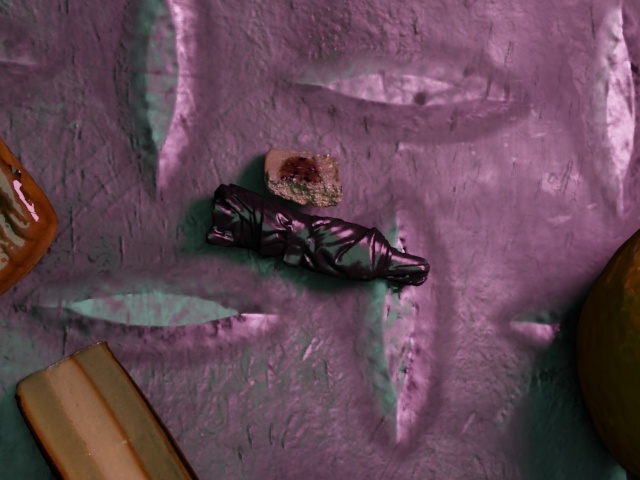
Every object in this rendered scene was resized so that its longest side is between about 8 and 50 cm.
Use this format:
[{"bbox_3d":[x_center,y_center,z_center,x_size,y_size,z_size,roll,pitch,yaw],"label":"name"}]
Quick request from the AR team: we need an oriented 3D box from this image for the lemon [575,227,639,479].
[{"bbox_3d":[0.448,0.103,1.773,0.364,0.364,0.364,2,81,-13],"label":"lemon"}]

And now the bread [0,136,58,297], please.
[{"bbox_3d":[-0.458,-0.035,1.693,0.328,0.148,0.337,-41,94,-11],"label":"bread"}]

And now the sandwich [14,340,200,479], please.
[{"bbox_3d":[-0.202,0.193,1.716,0.117,0.144,0.187,-27,89,-17],"label":"sandwich"}]

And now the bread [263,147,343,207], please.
[{"bbox_3d":[-0.018,-0.066,1.837,0.083,0.070,0.035,9,122,-6],"label":"bread"}]

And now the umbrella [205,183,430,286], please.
[{"bbox_3d":[0.000,0.000,1.834,0.235,0.059,0.066,14,97,-9],"label":"umbrella"}]
